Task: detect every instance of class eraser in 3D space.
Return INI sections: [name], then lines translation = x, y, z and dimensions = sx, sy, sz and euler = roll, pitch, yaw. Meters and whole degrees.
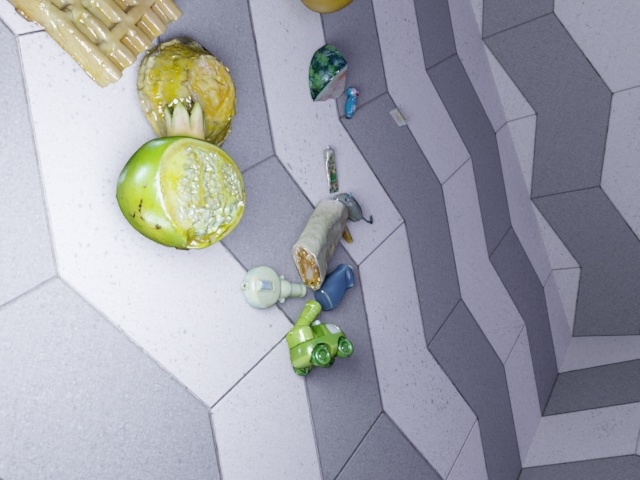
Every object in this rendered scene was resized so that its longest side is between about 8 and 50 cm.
[eraser]
translation = 0.326, -0.516, 2.408
dimensions = 0.083, 0.038, 0.019
euler = 46, 48, -33

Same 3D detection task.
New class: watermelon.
[watermelon]
translation = 0.013, -0.591, 2.050
dimensions = 0.202, 0.135, 0.208
euler = 89, -13, -54

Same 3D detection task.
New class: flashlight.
[flashlight]
translation = 0.113, -0.514, 2.151
dimensions = 0.051, 0.051, 0.129
euler = 26, 69, -45

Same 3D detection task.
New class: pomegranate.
[pomegranate]
translation = -0.350, -0.149, 1.389
dimensions = 0.309, 0.215, 0.359
euler = 5, 77, -52

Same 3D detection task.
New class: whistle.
[whistle]
translation = -0.136, 0.142, 1.702
dimensions = 0.258, 0.067, 0.126
euler = 12, 74, -51

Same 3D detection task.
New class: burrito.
[burrito]
translation = 0.001, 0.003, 1.866
dimensions = 0.143, 0.105, 0.299
euler = 54, 44, -33

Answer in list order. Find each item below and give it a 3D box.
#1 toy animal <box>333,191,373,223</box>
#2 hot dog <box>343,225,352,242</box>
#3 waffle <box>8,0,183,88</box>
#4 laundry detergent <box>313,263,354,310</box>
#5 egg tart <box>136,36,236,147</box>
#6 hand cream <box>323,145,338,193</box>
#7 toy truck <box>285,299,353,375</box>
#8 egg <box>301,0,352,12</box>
[toy animal]
translation = 0.134, -0.102, 2.073
dimensions = 0.252, 0.070, 0.079
euler = 29, 69, -45
[hot dog]
translation = 0.076, -0.048, 2.021
dimensions = 0.044, 0.028, 0.137
euler = -79, 146, -62
[waffle]
translation = -0.526, -0.572, 1.375
dimensions = 0.304, 0.077, 0.348
euler = 48, 49, -31
[laundry detergent]
translation = 0.055, 0.146, 1.934
dimensions = 0.097, 0.061, 0.206
euler = 58, 43, -13
[egg tart]
translation = -0.326, -0.387, 1.527
dimensions = 0.341, 0.132, 0.342
euler = 15, 71, -51
[hand cream]
translation = 0.037, -0.249, 2.020
dimensions = 0.057, 0.037, 0.165
euler = -19, 103, -50
[toy truck]
translation = -0.024, 0.304, 1.755
dimensions = 0.187, 0.148, 0.211
euler = -32, 87, -45
[egg]
translation = 0.034, -0.927, 1.980
dimensions = 0.250, 0.250, 0.323
euler = 47, 59, -33
